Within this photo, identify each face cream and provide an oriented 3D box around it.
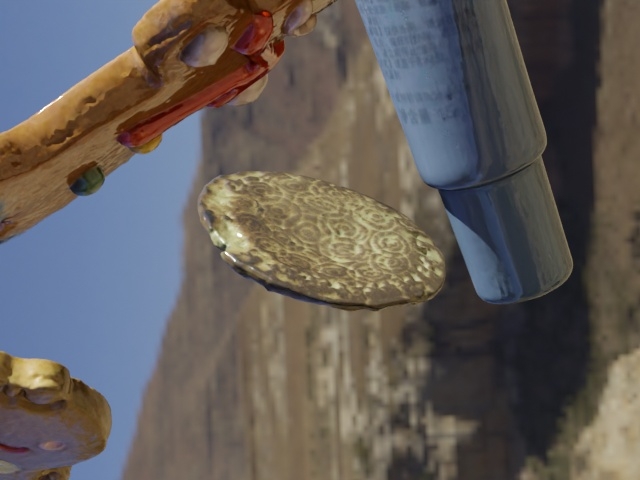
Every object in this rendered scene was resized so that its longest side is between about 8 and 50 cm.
[{"bbox_3d":[0.075,-0.141,1.113,0.086,0.135,0.385,-39,-63,-42],"label":"face cream"}]

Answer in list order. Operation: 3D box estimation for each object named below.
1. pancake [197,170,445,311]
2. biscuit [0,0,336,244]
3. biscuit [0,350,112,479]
[{"bbox_3d":[0.000,-0.001,1.320,0.199,0.199,0.021,-90,15,-60],"label":"pancake"},{"bbox_3d":[-0.077,-0.094,0.984,0.049,0.324,0.205,52,176,4],"label":"biscuit"},{"bbox_3d":[-0.246,0.141,1.256,0.249,0.184,0.035,-26,49,42],"label":"biscuit"}]
